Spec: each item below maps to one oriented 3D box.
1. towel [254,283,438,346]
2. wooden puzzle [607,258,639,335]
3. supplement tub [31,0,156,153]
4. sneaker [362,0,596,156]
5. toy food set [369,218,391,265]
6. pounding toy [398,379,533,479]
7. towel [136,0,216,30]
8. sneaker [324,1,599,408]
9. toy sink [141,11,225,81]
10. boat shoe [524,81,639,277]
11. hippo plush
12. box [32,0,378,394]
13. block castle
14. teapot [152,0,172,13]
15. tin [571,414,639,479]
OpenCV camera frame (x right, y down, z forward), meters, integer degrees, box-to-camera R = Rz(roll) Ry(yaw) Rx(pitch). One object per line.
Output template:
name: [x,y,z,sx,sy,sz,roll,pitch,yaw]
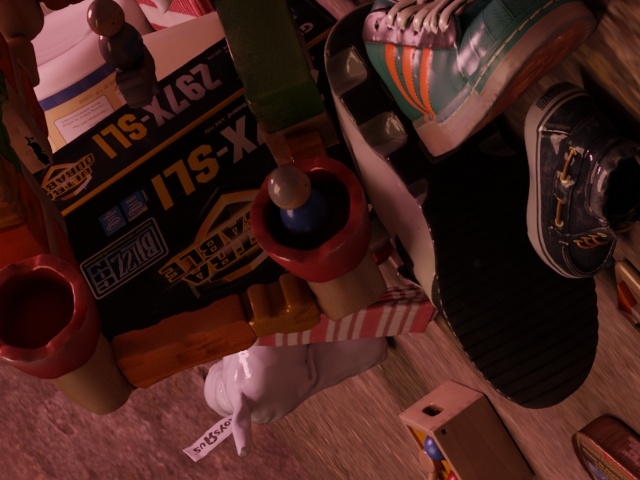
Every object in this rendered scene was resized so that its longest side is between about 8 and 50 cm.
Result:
towel: [0.022,0.075,1.918,0.144,0.197,0.029,101,163,-74]
wooden puzzle: [0.238,0.055,1.387,0.116,0.014,0.078,48,166,33]
supplement tub: [-0.255,-0.123,2.358,0.316,0.228,0.228,61,167,-25]
sneaker: [0.085,-0.134,1.238,0.121,0.108,0.302,51,170,-1]
toy food set: [0.000,0.000,1.955,0.104,0.111,0.232,53,169,11]
pounding toy: [0.145,0.236,2.058,0.130,0.100,0.141,58,168,-13]
towel: [-0.215,-0.360,2.015,0.329,0.037,0.237,59,168,-21]
sneaker: [0.109,-0.020,1.463,0.146,0.122,0.330,100,145,-76]
toy sink: [-0.091,-0.091,1.901,0.153,0.131,0.234,72,179,-55]
boat shoe: [0.184,-0.018,1.269,0.083,0.065,0.183,48,166,38]
hippo plush: [-0.093,0.088,2.239,0.234,0.294,0.236,-14,104,55]
box: [-0.099,-0.039,1.718,0.079,0.322,0.257,45,164,38]
block castle: [-0.149,-0.120,1.473,0.213,0.303,0.453,62,-170,-61]
teapot: [-0.236,-0.352,1.776,0.256,0.187,0.253,14,-107,-80]
tin: [0.283,0.218,1.611,0.189,0.040,0.106,42,166,49]
